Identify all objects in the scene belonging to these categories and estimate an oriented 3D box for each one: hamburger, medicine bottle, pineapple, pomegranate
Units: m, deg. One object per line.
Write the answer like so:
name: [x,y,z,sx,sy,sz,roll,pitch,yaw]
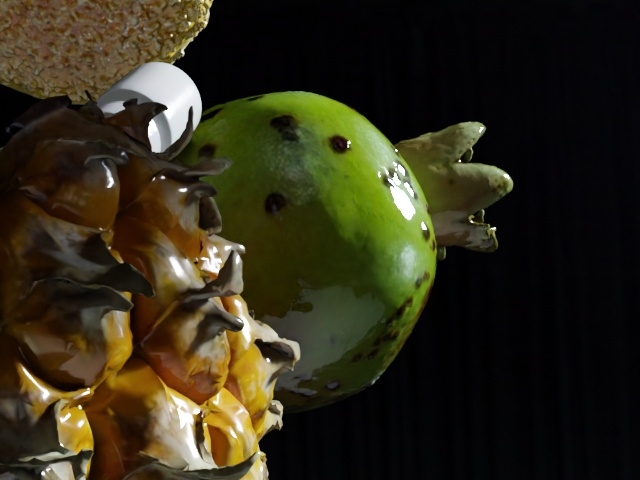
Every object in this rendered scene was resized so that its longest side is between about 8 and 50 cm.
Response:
hamburger: [-0.238,-0.273,1.131,0.302,0.170,0.302,-1,-53,-1]
medicine bottle: [-0.105,-0.066,0.684,0.052,0.052,0.089,-4,24,16]
pineapple: [-0.080,0.097,0.555,0.209,0.286,0.344,-31,2,-21]
pomegranate: [-0.014,0.007,0.831,0.231,0.231,0.286,-12,-1,34]
